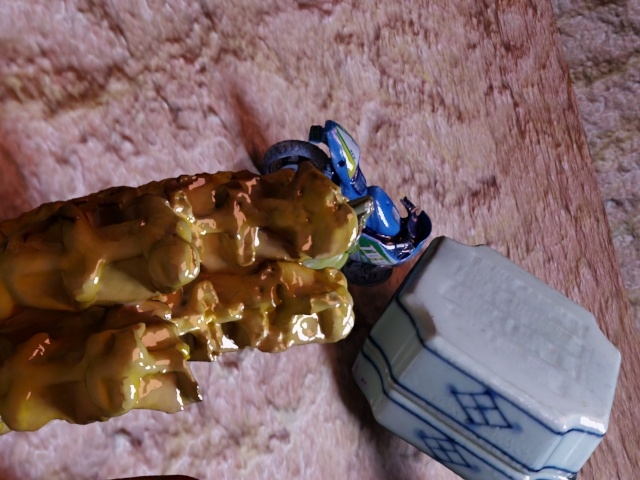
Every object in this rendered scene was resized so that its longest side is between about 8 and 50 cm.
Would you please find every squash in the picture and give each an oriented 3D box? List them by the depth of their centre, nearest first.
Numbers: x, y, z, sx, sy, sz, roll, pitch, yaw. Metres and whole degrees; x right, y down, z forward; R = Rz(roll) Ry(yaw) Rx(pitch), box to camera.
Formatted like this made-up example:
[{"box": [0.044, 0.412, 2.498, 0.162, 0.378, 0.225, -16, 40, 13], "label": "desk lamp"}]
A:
[{"box": [0.001, 0.003, 1.265, 0.105, 0.132, 0.105, 43, 38, -48], "label": "squash"}]

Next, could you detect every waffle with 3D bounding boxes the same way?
[{"box": [-0.127, 0.034, 0.840, 0.324, 0.261, 0.151, -12, 95, -62], "label": "waffle"}]

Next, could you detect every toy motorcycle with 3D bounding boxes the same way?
[{"box": [0.037, -0.034, 1.355, 0.254, 0.135, 0.092, 52, 34, -40], "label": "toy motorcycle"}]

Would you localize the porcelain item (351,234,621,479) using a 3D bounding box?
[{"box": [0.197, 0.151, 1.438, 0.286, 0.157, 0.281, 32, 28, 2], "label": "porcelain item"}]

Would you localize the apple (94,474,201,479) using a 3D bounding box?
[{"box": [-0.121, 0.245, 0.828, 0.181, 0.181, 0.168, 12, 71, -62], "label": "apple"}]
